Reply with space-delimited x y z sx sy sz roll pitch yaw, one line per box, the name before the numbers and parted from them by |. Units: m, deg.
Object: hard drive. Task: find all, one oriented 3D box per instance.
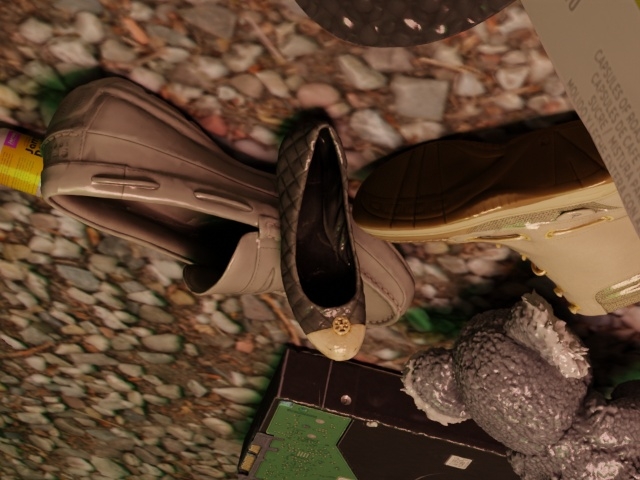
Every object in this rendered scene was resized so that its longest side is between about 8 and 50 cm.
hard drive | 0.099 0.220 1.292 0.339 0.064 0.237 14 147 -5

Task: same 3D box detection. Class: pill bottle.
pill bottle | -0.231 -0.061 0.986 0.083 0.043 0.043 18 147 -11

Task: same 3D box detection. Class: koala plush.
koala plush | 0.193 0.135 1.041 0.221 0.203 0.196 41 138 -20

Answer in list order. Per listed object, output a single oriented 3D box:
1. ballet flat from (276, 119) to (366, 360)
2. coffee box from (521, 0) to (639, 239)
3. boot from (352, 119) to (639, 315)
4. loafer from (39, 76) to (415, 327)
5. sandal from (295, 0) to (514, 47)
ballet flat | 0.000 0.000 0.904 0.058 0.173 0.049 -9 177 -18
coffee box | 0.285 -0.130 0.333 0.338 0.337 0.334 -8 154 -28
boot | 0.146 -0.005 0.927 0.213 0.077 0.165 -10 144 29
loafer | -0.066 -0.001 0.961 0.319 0.111 0.112 27 144 -23
sandal | 0.060 -0.278 0.533 0.168 0.107 0.445 10 135 5
